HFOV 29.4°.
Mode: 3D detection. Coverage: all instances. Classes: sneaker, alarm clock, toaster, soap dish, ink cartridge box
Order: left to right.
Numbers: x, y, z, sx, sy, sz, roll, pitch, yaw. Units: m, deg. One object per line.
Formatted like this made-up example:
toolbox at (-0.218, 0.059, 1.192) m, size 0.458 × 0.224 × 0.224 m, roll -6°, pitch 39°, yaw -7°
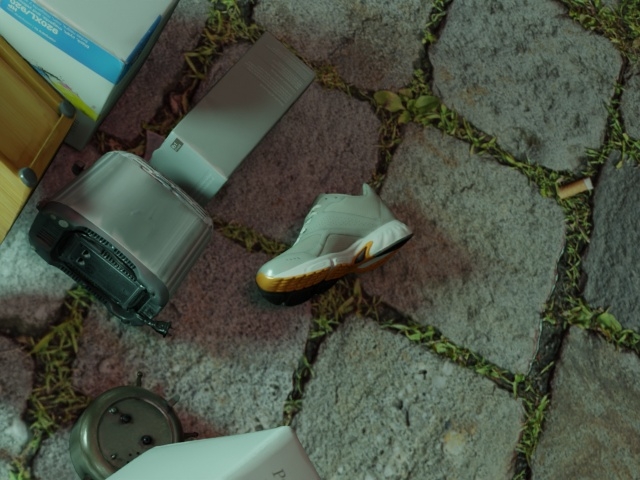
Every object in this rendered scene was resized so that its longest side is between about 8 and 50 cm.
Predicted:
soap dish at (-0.424, -0.161, 1.409) m, size 0.291 × 0.118 × 0.229 m, roll 47°, pitch 28°, yaw -21°
ink cartridge box at (-0.302, -0.262, 1.530) m, size 0.168 × 0.233 × 0.171 m, roll 33°, pitch 56°, yaw -8°
alarm clock at (-0.238, 0.249, 1.430) m, size 0.129 × 0.064 × 0.192 m, roll 47°, pitch 58°, yaw -1°
toaster at (-0.234, -0.003, 1.509) m, size 0.227 × 0.129 × 0.146 m, roll 39°, pitch 53°, yaw -5°
sneaker at (0.000, 0.000, 1.662) m, size 0.262 × 0.099 × 0.121 m, roll -21°, pitch 71°, yaw -41°

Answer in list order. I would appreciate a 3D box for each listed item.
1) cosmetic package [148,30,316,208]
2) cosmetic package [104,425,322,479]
cosmetic package at (-0.122, -0.157, 1.642) m, size 0.107 × 0.127 × 0.238 m, roll 39°, pitch 57°, yaw -7°
cosmetic package at (-0.164, 0.430, 1.187) m, size 0.394 × 0.327 × 0.329 m, roll -33°, pitch 97°, yaw -35°
